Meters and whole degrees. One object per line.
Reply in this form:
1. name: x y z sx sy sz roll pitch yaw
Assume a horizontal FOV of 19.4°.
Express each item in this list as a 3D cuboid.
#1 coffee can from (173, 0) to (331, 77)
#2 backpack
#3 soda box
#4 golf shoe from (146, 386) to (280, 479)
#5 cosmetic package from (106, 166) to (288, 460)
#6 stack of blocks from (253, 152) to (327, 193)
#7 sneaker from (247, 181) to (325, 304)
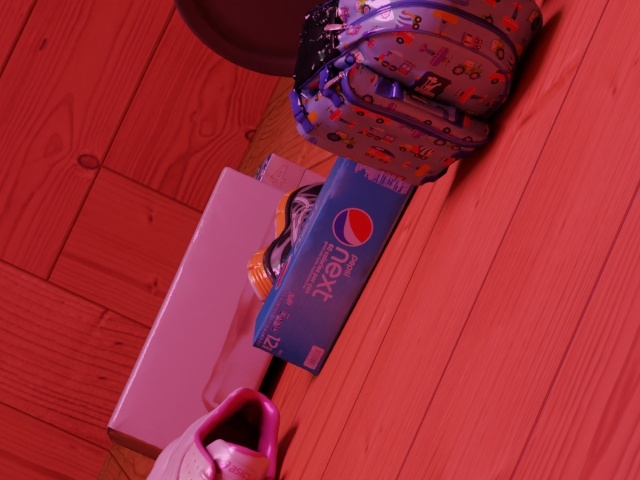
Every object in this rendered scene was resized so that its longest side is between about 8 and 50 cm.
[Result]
1. coffee can: -0.017 -0.299 1.627 0.275 0.202 0.201 -84 20 -52
2. backpack: 0.077 -0.135 1.408 0.173 0.158 0.117 -33 39 54
3. soda box: 0.013 0.009 1.676 0.210 0.067 0.071 -62 7 17
4. golf shoe: -0.109 0.246 1.598 0.140 0.115 0.306 -55 13 38
5. cosmetic package: -0.104 0.092 1.954 0.153 0.129 0.296 119 175 -78
6. stack of blocks: -0.089 0.058 2.163 0.297 0.087 0.171 -66 7 -7
7. sneaker: 0.000 0.000 1.821 0.083 0.084 0.215 -28 19 26
